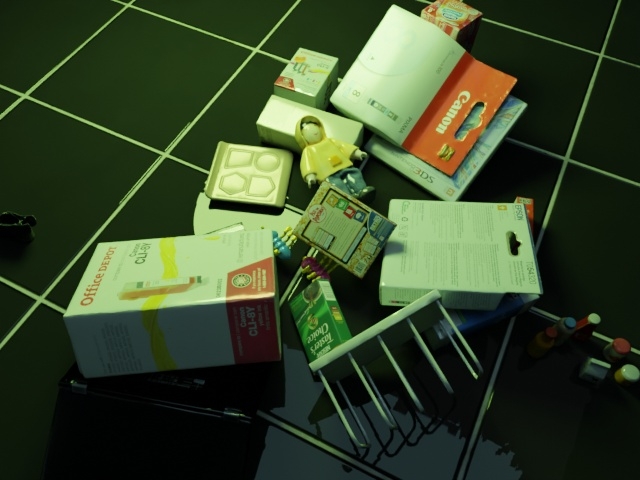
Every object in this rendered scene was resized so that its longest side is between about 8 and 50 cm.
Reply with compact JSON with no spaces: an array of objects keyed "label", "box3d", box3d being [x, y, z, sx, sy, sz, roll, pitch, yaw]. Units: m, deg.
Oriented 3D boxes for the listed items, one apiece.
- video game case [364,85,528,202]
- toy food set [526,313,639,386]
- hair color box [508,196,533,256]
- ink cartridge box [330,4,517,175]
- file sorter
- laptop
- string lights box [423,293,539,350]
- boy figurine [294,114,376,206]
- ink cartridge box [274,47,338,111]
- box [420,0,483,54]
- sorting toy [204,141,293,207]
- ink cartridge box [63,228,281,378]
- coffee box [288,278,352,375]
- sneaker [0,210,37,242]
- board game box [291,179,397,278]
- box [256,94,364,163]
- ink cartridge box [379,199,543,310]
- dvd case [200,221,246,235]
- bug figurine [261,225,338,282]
[{"label":"video game case","box3d":[0.330,-0.301,1.486,0.300,0.036,0.329,37,90,20]},{"label":"toy food set","box3d":[0.584,0.228,1.196,0.233,0.104,0.111,20,59,11]},{"label":"hair color box","box3d":[0.500,-0.032,1.380,0.043,0.072,0.141,10,58,6]},{"label":"ink cartridge box","box3d":[0.263,-0.397,1.454,0.385,0.091,0.308,35,93,21]},{"label":"file sorter","box3d":[0.157,0.257,1.078,0.278,0.193,0.173,-31,66,1]},{"label":"laptop","box3d":[-0.315,0.370,1.136,0.383,0.236,0.407,10,29,4]},{"label":"string lights box","box3d":[0.347,0.136,1.266,0.260,0.076,0.133,-19,60,-13]},{"label":"boy figurine","box3d":[0.030,-0.198,1.377,0.177,0.092,0.285,-24,68,-17]},{"label":"ink cartridge box","box3d":[-0.038,-0.441,1.596,0.128,0.127,0.176,20,58,11]},{"label":"box","box3d":[0.350,-0.547,1.596,0.128,0.256,0.123,40,62,21]},{"label":"sorting toy","box3d":[-0.187,-0.174,1.479,0.209,0.038,0.192,9,58,-1]},{"label":"ink cartridge box","box3d":[-0.280,0.118,1.133,0.385,0.160,0.279,-5,30,-4]},{"label":"coffee box","box3d":[0.002,0.187,1.206,0.041,0.113,0.184,10,48,-43]},{"label":"sneaker","box3d":[-0.763,-0.043,1.345,0.170,0.089,0.051,14,58,7]},{"label":"board game box","box3d":[0.054,-0.026,1.257,0.194,0.045,0.146,34,98,8]},{"label":"box","box3d":[-0.027,-0.295,1.515,0.275,0.094,0.113,22,69,11]},{"label":"ink cartridge box","box3d":[0.312,0.025,1.268,0.331,0.071,0.324,4,39,10]},{"label":"dvd case","box3d":[-0.232,0.068,1.330,0.165,0.018,0.221,-19,61,-12]},{"label":"bug figurine","box3d":[0.000,0.000,1.348,0.279,0.072,0.216,-31,69,-24]}]
